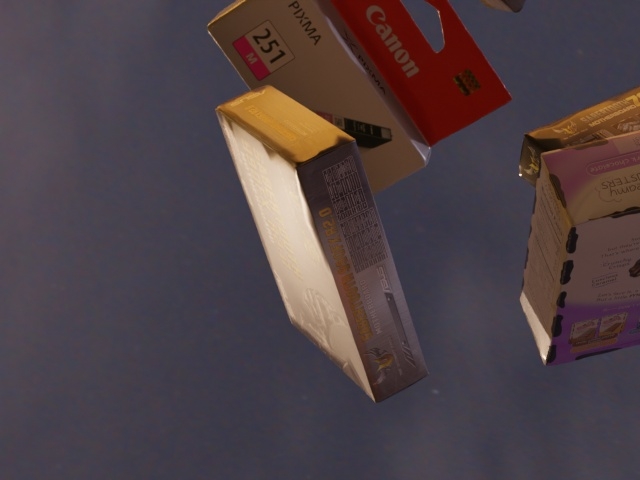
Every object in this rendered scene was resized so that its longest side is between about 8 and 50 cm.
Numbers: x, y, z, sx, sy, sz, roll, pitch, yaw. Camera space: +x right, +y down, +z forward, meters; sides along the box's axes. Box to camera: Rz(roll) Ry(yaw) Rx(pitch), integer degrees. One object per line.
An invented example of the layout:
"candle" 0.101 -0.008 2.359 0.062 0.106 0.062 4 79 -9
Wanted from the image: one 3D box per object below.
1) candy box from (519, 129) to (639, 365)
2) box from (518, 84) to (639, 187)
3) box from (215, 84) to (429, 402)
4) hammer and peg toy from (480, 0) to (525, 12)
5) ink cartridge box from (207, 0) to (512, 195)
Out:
"candy box" 0.244 0.000 1.115 0.164 0.196 0.070 -13 -125 -7
"box" 0.347 -0.081 1.510 0.183 0.232 0.059 41 -38 37
"box" 0.000 0.000 1.256 0.056 0.231 0.183 -26 -151 -14
"hammer and peg toy" 0.088 -0.302 0.834 0.127 0.361 0.266 16 -93 27
"ink cartridge box" 0.046 -0.200 1.697 0.239 0.275 0.060 -30 -165 25
